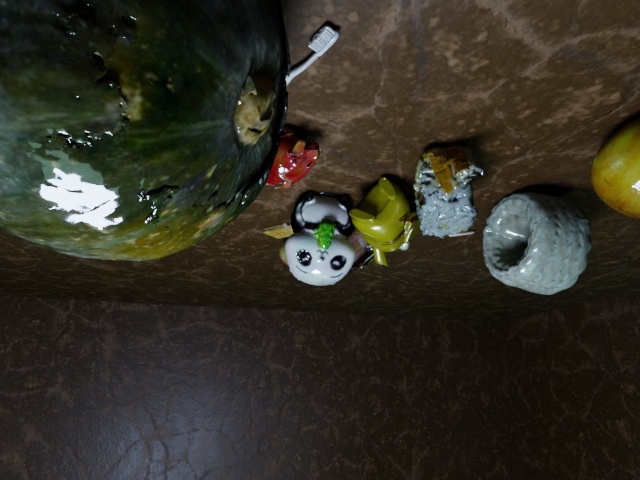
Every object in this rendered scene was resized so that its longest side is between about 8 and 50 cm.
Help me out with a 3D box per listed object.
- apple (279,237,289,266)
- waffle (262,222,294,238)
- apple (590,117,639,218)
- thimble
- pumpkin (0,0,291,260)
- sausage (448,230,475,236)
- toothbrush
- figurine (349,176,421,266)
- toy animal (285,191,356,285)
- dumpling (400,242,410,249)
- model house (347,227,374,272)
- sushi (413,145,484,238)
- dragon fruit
[{"bbox_3d":[-0.089,0.043,1.585,0.126,0.126,0.102,14,140,-34],"label":"apple"},{"bbox_3d":[-0.129,-0.035,1.513,0.135,0.021,0.092,-14,156,33],"label":"waffle"},{"bbox_3d":[0.714,-0.156,0.895,0.237,0.236,0.207,5,133,-14],"label":"apple"},{"bbox_3d":[0.622,0.002,1.249,0.195,0.291,0.291,12,158,-12],"label":"thimble"},{"bbox_3d":[-0.213,-0.189,0.495,0.344,0.454,0.454,11,164,19],"label":"pumpkin"},{"bbox_3d":[0.517,-0.025,1.551,0.100,0.015,0.015,-7,159,20],"label":"sausage"},{"bbox_3d":[-0.072,-0.295,0.786,0.030,0.025,0.307,23,150,-31],"label":"toothbrush"},{"bbox_3d":[0.204,-0.057,1.251,0.218,0.169,0.327,-45,163,0],"label":"figurine"},{"bbox_3d":[0.002,-0.002,1.260,0.213,0.266,0.212,3,156,1],"label":"toy animal"},{"bbox_3d":[0.312,0.012,1.620,0.060,0.043,0.077,12,179,15],"label":"dumpling"},{"bbox_3d":[0.099,0.007,1.516,0.207,0.154,0.294,-39,-173,-26],"label":"model house"},{"bbox_3d":[0.301,-0.121,1.034,0.140,0.184,0.274,-5,157,9],"label":"sushi"},{"bbox_3d":[-0.082,-0.180,0.949,0.166,0.132,0.136,-4,153,15],"label":"dragon fruit"}]
